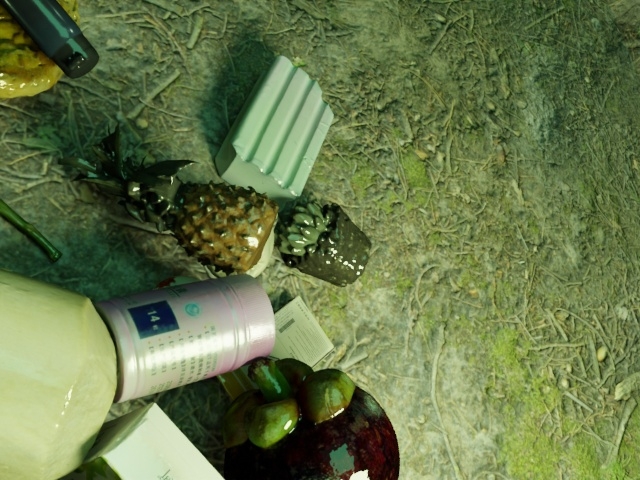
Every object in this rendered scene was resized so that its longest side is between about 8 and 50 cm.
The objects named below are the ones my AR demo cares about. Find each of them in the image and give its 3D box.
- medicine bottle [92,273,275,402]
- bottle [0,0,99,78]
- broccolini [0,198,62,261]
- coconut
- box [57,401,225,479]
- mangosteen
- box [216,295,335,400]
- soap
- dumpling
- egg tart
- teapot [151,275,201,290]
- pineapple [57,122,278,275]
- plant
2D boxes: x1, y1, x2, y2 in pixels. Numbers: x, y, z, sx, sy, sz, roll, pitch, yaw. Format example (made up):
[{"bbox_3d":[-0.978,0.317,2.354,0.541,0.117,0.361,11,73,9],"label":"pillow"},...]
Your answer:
[{"bbox_3d":[-0.211,0.143,1.186,0.253,0.152,0.152,-11,77,-35],"label":"medicine bottle"},{"bbox_3d":[-0.456,-0.370,1.238,0.072,0.082,0.244,-39,100,3],"label":"bottle"},{"bbox_3d":[-0.511,-0.049,1.235,0.239,0.051,0.054,46,34,-18],"label":"broccolini"},{"bbox_3d":[-0.434,0.173,0.995,0.322,0.323,0.323,15,62,-30],"label":"coconut"},{"bbox_3d":[-0.253,0.351,1.098,0.194,0.260,0.111,50,50,-6],"label":"box"},{"bbox_3d":[-0.022,0.336,1.255,0.300,0.300,0.301,15,62,-30],"label":"mangosteen"},{"bbox_3d":[-0.089,0.215,1.425,0.247,0.033,0.129,-35,93,-40],"label":"box"},{"bbox_3d":[-0.087,-0.219,1.578,0.172,0.095,0.290,34,53,-18],"label":"soap"},{"bbox_3d":[-0.150,0.002,1.426,0.199,0.136,0.118,-61,151,-43],"label":"dumpling"},{"bbox_3d":[-0.564,-0.368,1.279,0.341,0.129,0.342,16,61,-31],"label":"egg tart"},{"bbox_3d":[-0.240,0.137,1.312,0.226,0.092,0.145,-29,85,-39],"label":"teapot"},{"bbox_3d":[-0.253,-0.072,1.280,0.364,0.166,0.166,26,55,-2],"label":"pineapple"},{"bbox_3d":[0.000,0.000,1.525,0.194,0.129,0.132,35,51,-23],"label":"plant"}]
